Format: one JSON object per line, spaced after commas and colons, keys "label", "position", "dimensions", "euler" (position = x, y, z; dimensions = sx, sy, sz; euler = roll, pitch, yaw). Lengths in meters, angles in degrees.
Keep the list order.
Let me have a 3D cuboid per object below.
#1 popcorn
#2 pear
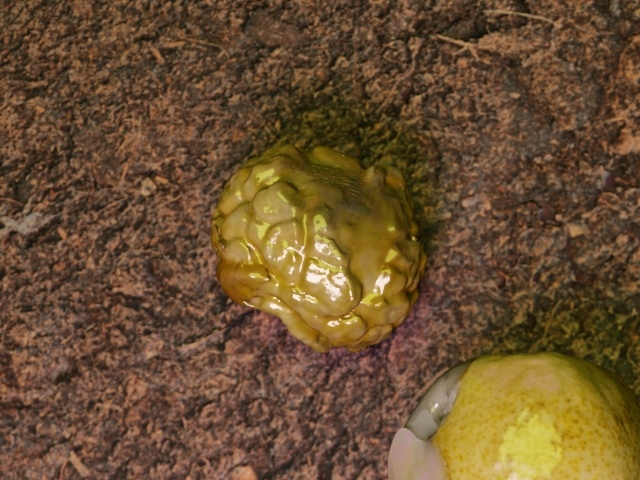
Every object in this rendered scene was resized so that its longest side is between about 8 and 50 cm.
{"label": "popcorn", "position": [0.000, 0.000, 1.781], "dimensions": [0.250, 0.190, 0.250], "euler": [15, 56, -22]}
{"label": "pear", "position": [0.208, 0.236, 1.604], "dimensions": [0.271, 0.271, 0.271], "euler": [-5, 67, 12]}
